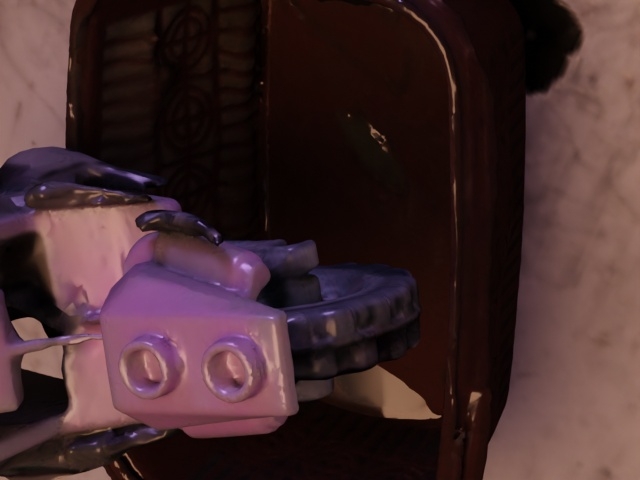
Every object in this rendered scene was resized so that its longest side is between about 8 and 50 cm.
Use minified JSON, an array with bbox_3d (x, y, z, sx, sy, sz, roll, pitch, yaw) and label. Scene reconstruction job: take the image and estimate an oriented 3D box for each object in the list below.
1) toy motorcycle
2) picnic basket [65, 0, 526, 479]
[{"bbox_3d":[-0.127,0.044,0.770,0.327,0.188,0.143,1,104,33],"label":"toy motorcycle"},{"bbox_3d":[0.000,0.000,0.870,0.222,0.129,0.297,12,116,26],"label":"picnic basket"}]
